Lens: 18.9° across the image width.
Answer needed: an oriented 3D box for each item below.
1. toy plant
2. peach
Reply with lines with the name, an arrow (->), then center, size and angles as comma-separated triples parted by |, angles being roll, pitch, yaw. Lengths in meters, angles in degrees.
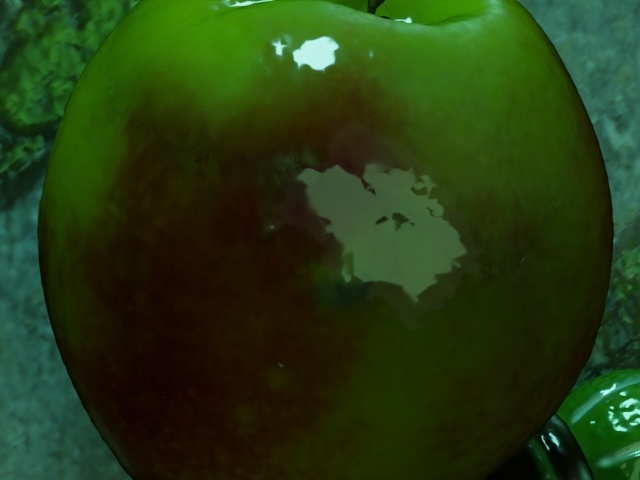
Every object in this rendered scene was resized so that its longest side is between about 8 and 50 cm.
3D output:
toy plant -> 0.119, 0.112, 0.882 | 0.162, 0.093, 0.093 | -17, 103, -20
peach -> 0.000, 0.000, 0.756 | 0.231, 0.231, 0.231 | -3, 99, -20
